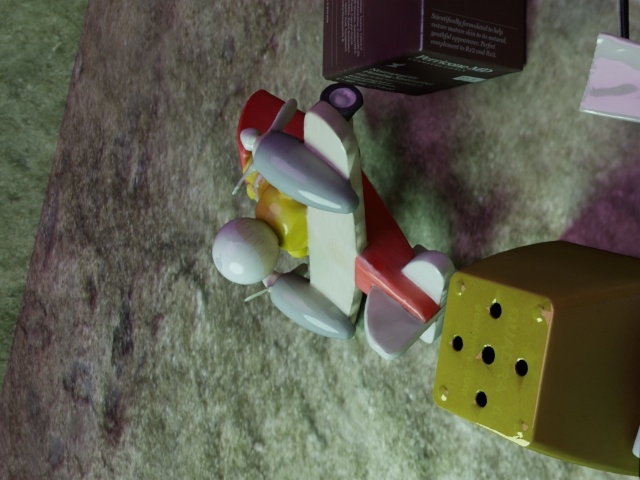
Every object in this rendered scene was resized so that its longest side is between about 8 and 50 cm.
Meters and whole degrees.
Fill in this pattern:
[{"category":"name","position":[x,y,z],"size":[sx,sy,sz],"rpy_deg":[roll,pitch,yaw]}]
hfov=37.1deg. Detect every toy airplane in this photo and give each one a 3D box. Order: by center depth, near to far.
[{"category":"toy airplane","position":[0.000,0.000,1.228],"size":[0.384,0.272,0.386],"rpy_deg":[28,138,69]}]

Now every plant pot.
[{"category":"plant pot","position":[0.237,0.115,0.974],"size":[0.212,0.187,0.212],"rpy_deg":[18,101,55]}]

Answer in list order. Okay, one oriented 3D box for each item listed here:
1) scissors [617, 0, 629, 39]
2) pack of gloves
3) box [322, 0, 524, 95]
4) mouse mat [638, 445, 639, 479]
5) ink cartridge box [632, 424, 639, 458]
[{"category":"scissors","position":[0.295,-0.291,0.950],"size":[0.021,0.109,0.297],"rpy_deg":[3,93,29]},{"category":"pack of gloves","position":[0.362,-0.186,0.878],"size":[0.232,0.046,0.195],"rpy_deg":[23,108,33]},{"category":"box","position":[0.124,-0.286,1.190],"size":[0.203,0.168,0.167],"rpy_deg":[-2,85,56]},{"category":"mouse mat","position":[0.337,0.148,0.803],"size":[0.190,0.007,0.152],"rpy_deg":[172,103,-67]},{"category":"ink cartridge box","position":[0.378,0.125,0.835],"size":[0.153,0.087,0.208],"rpy_deg":[-142,61,-64]}]
